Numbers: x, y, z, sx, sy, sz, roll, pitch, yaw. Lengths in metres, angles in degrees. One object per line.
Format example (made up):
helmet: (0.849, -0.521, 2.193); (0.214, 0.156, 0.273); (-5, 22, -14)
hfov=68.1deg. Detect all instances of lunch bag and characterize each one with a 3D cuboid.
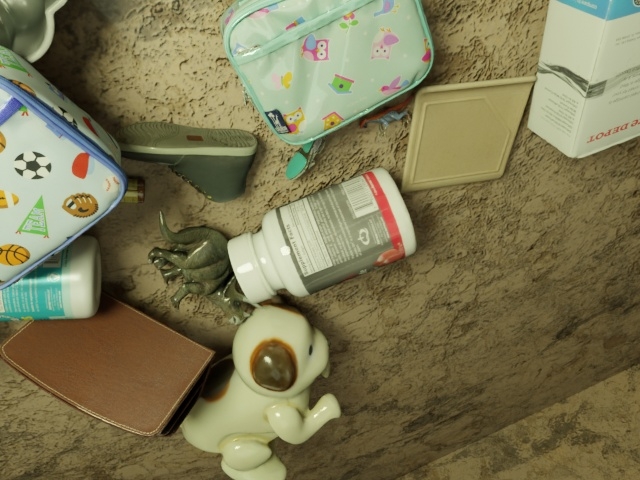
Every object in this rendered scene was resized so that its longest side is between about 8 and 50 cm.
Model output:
lunch bag: (-0.410, -0.067, 0.556); (0.304, 0.114, 0.243); (-35, 142, 6)
lunch bag: (0.006, -0.278, 0.671); (0.280, 0.107, 0.224); (-26, 134, 6)

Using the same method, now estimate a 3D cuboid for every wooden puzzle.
wooden puzzle: (0.264, -0.195, 0.886); (0.221, 0.044, 0.238); (-9, 138, -11)

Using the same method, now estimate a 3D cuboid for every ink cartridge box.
ink cartridge box: (0.489, -0.319, 0.769); (0.223, 0.129, 0.307); (-21, 135, -9)

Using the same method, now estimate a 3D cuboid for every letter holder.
letter holder: (-0.387, 0.249, 0.866); (0.302, 0.214, 0.151); (27, 126, 3)

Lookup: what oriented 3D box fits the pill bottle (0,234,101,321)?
pill bottle: (-0.514, 0.061, 0.788); (0.265, 0.146, 0.146); (1, 131, -18)

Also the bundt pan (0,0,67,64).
bundt pan: (-0.429, -0.322, 0.474); (0.332, 0.124, 0.330); (-9, 133, -10)

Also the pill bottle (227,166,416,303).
pill bottle: (0.000, 0.000, 0.881); (0.319, 0.176, 0.176); (-21, 135, 2)

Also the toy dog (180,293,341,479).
toy dog: (-0.140, 0.311, 1.095); (0.396, 0.284, 0.407); (26, 120, -12)

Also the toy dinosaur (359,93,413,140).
toy dinosaur: (0.111, -0.216, 0.828); (0.082, 0.047, 0.090); (8, 95, -12)

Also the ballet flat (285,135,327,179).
ballet flat: (-0.020, -0.150, 0.832); (0.041, 0.041, 0.114); (14, 126, -29)

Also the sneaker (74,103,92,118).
sneaker: (-0.445, -0.090, 0.697); (0.272, 0.107, 0.100); (-37, 134, 18)

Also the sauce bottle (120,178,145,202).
sauce bottle: (-0.356, -0.085, 0.778); (0.128, 0.042, 0.042); (4, 130, -19)

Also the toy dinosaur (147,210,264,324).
toy dinosaur: (-0.231, 0.036, 0.903); (0.161, 0.121, 0.313); (-23, 131, -14)

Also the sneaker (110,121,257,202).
sneaker: (-0.217, -0.117, 0.764); (0.222, 0.083, 0.118); (0, 132, -20)
